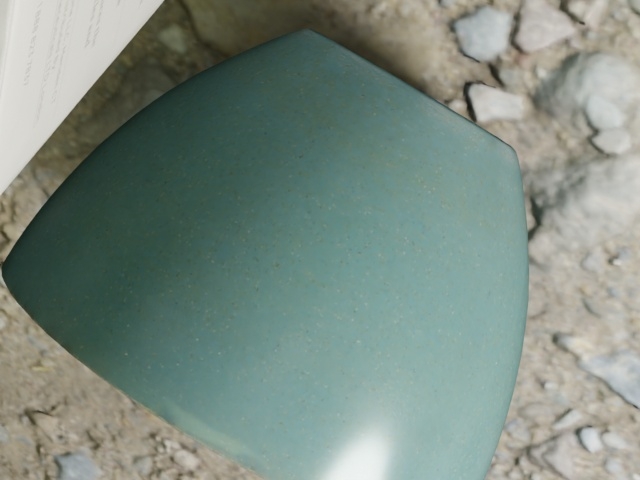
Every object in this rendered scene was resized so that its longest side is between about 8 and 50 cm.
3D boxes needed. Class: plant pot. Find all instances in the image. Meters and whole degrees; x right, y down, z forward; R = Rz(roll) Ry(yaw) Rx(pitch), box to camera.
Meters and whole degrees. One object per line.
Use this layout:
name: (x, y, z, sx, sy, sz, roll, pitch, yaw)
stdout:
plant pot: (0.000, 0.000, 0.852, 0.290, 0.290, 0.195, 30, 96, -1)

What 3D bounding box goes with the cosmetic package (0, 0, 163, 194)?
cosmetic package: (-0.135, -0.206, 0.646, 0.217, 0.385, 0.156, 22, 132, 3)
